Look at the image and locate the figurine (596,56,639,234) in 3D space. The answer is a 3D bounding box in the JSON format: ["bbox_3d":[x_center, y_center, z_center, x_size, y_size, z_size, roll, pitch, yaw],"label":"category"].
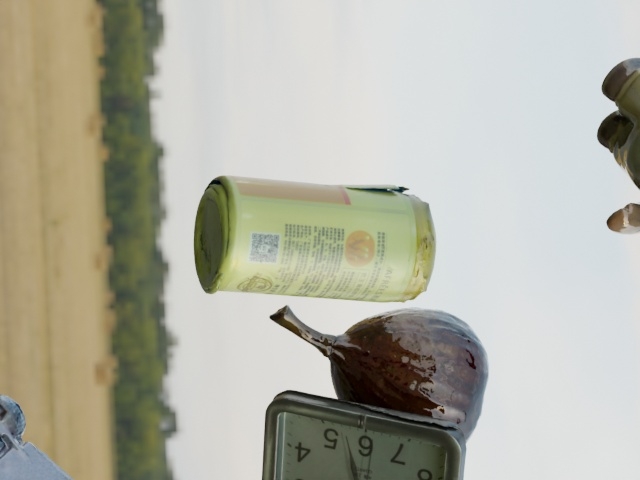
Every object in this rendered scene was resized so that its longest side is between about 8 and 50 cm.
[{"bbox_3d":[0.402,-0.014,1.758,0.380,0.203,0.248,49,-48,29],"label":"figurine"}]

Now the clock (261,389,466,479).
[{"bbox_3d":[0.054,0.343,2.444,0.049,0.273,0.279,-36,133,-63],"label":"clock"}]

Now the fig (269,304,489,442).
[{"bbox_3d":[0.064,0.170,2.505,0.217,0.321,0.217,-45,-147,40],"label":"fig"}]

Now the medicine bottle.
[{"bbox_3d":[0.000,0.000,1.852,0.124,0.239,0.124,-177,-90,-68],"label":"medicine bottle"}]

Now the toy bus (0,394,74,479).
[{"bbox_3d":[-0.370,0.148,1.585,0.136,0.330,0.109,-49,177,31],"label":"toy bus"}]
